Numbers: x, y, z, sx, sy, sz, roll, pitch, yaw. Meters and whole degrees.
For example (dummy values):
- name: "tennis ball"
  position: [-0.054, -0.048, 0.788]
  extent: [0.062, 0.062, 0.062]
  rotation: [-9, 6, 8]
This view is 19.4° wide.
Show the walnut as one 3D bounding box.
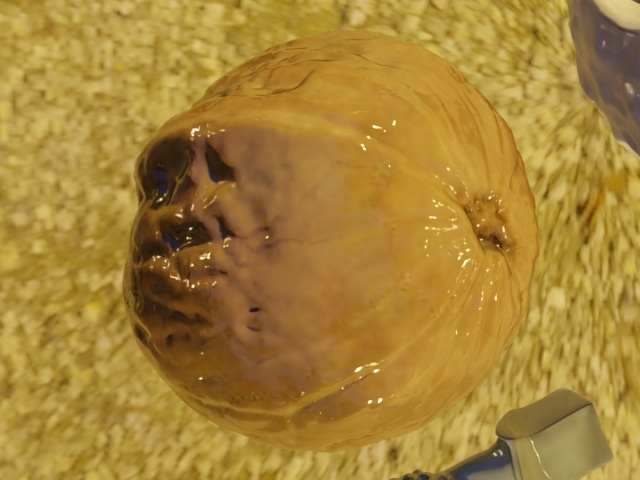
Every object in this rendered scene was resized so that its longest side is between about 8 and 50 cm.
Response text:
- name: "walnut"
  position: [0.000, 0.000, 0.975]
  extent: [0.228, 0.228, 0.228]
  rotation: [1, 95, 8]

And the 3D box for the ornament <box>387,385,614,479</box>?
- name: "ornament"
  position: [0.169, 0.255, 1.941]
  extent: [0.285, 0.120, 0.130]
  rotation: [-38, 107, 5]

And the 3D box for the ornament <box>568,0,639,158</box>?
- name: "ornament"
  position: [0.378, -0.185, 1.537]
  extent: [0.337, 0.337, 0.337]
  rotation: [1, 95, 8]
